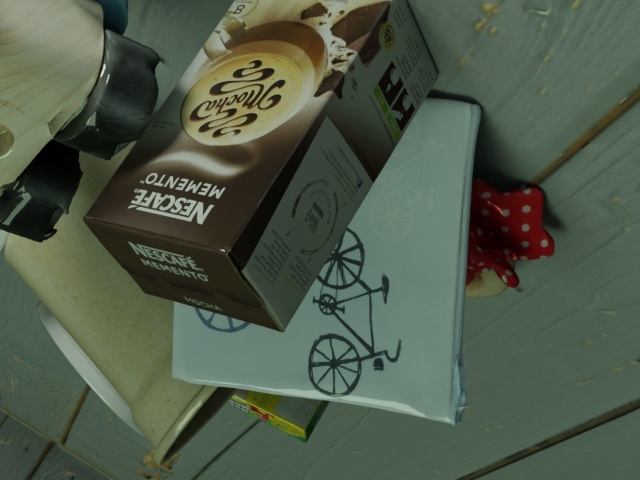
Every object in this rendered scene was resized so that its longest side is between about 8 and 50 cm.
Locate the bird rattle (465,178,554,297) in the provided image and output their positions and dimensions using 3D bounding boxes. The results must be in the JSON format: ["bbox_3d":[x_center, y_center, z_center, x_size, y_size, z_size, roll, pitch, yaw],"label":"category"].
[{"bbox_3d":[0.126,-0.003,1.451,0.253,0.143,0.207,3,157,24],"label":"bird rattle"}]

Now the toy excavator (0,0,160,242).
[{"bbox_3d":[-0.344,-0.216,1.338,0.222,0.445,0.433,20,139,-31],"label":"toy excavator"}]

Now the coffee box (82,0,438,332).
[{"bbox_3d":[-0.046,-0.084,1.224,0.168,0.297,0.119,13,150,34],"label":"coffee box"}]

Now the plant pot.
[{"bbox_3d":[-0.190,0.040,1.651,0.305,0.334,0.334,41,156,5],"label":"plant pot"}]

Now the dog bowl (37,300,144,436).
[{"bbox_3d":[-0.294,0.160,2.070,0.265,0.104,0.265,50,179,2],"label":"dog bowl"}]

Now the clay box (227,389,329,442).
[{"bbox_3d":[-0.088,0.178,1.971,0.222,0.127,0.053,25,154,15],"label":"clay box"}]

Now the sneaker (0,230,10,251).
[{"bbox_3d":[-0.527,-0.052,2.065,0.147,0.104,0.296,35,160,-20],"label":"sneaker"}]

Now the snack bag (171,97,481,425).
[{"bbox_3d":[0.000,0.000,1.381,0.342,0.323,0.037,6,-173,28],"label":"snack bag"}]
